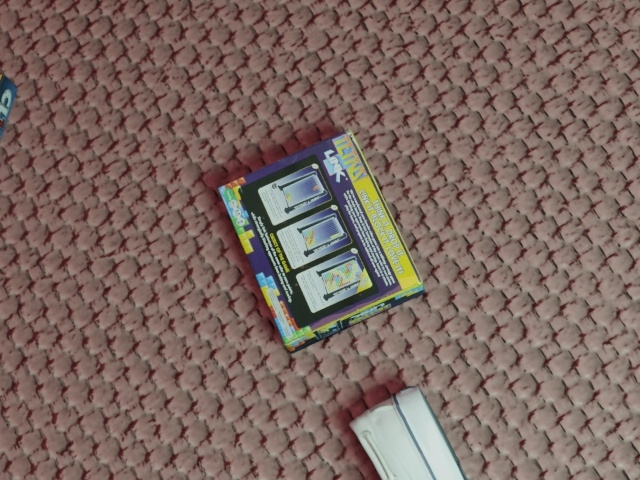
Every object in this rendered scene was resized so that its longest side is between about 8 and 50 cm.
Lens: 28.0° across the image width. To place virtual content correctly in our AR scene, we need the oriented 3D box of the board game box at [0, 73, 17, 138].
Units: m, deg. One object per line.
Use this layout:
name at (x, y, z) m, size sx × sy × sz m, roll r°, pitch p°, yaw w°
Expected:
board game box at (-0.450, -0.110, 1.308) m, size 0.243 × 0.042 × 0.165 m, roll 12°, pitch 76°, yaw 12°

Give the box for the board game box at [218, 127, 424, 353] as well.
board game box at (0.000, 0.000, 1.207) m, size 0.141 × 0.048 × 0.170 m, roll -23°, pitch 71°, yaw -1°

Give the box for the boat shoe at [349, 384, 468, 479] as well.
boat shoe at (0.102, 0.254, 1.102) m, size 0.084 × 0.095 × 0.258 m, roll -26°, pitch 61°, yaw 4°
